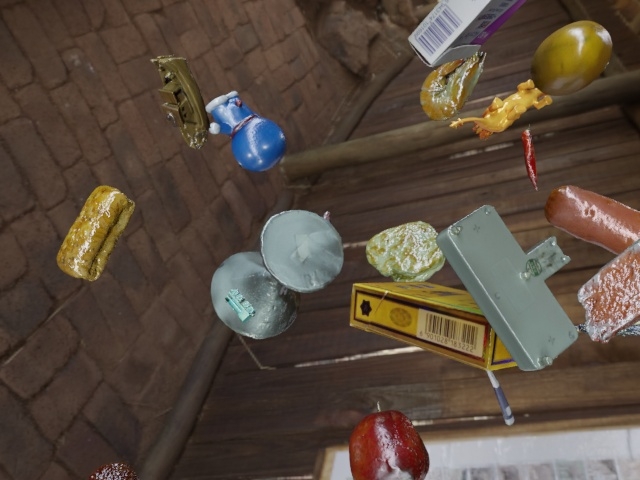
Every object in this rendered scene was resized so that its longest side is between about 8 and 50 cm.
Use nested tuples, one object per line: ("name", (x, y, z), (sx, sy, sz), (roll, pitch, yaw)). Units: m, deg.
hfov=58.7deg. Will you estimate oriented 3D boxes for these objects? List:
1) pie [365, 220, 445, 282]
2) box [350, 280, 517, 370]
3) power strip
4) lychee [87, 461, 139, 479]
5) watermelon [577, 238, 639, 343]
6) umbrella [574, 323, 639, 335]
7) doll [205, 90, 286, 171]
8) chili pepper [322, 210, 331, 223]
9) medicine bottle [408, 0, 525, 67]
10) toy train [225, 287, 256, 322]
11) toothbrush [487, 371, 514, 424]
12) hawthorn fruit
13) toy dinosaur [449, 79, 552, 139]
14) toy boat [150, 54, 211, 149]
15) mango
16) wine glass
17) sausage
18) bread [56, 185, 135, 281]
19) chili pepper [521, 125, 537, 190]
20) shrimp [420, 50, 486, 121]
("pie", (0.228, 0.033, 1.535), (0.089, 0.201, 0.248), (66, -4, -32))
("box", (0.220, 0.133, 0.965), (0.193, 0.302, 0.083), (3, 94, -38))
("power strip", (0.270, 0.046, 0.761), (0.215, 0.145, 0.061), (57, -23, 5))
("lychee", (-0.474, 0.571, 1.307), (0.129, 0.124, 0.123), (121, -34, -72))
("watermelon", (0.425, 0.071, 0.793), (0.098, 0.158, 0.121), (48, 14, 32))
("umbrella", (0.517, 0.141, 0.937), (0.044, 0.269, 0.044), (-66, 146, -51))
("doll", (-0.221, -0.314, 1.664), (0.256, 0.161, 0.215), (50, 48, 0))
("chili pepper", (0.001, 0.001, 1.437), (0.050, 0.041, 0.153), (-148, -98, -82))
("medicine bottle", (0.203, -0.295, 0.692), (0.052, 0.171, 0.201), (48, 33, 4))
("toy train", (-0.194, 0.156, 1.373), (0.092, 0.045, 0.029), (44, -10, 25))
("toothbrush", (0.379, 0.320, 1.211), (0.026, 0.024, 0.288), (45, -12, 51))
("hawthorn fruit", (0.117, 0.376, 1.027), (0.148, 0.148, 0.171), (45, 25, -56))
("toy dinosaur", (0.373, -0.259, 1.183), (0.070, 0.289, 0.117), (61, -17, 11))
("toy boat", (-0.260, -0.252, 1.055), (0.072, 0.065, 0.206), (-57, 153, -28))
("mango", (0.441, -0.322, 0.996), (0.113, 0.139, 0.253), (59, 17, 3))
("wine glass", (-0.112, 0.090, 1.459), (0.406, 0.267, 0.266), (138, -47, -61))
("sausage", (0.651, -0.042, 1.317), (0.113, 0.259, 0.113), (-48, 156, -30))
("bread", (-0.493, -0.018, 1.243), (0.083, 0.114, 0.210), (34, 80, -49))
("chili pepper", (0.553, -0.218, 1.503), (0.045, 0.027, 0.178), (-34, 113, -68))
("shrimp", (0.325, -0.395, 1.396), (0.217, 0.115, 0.051), (-60, 180, 20))
